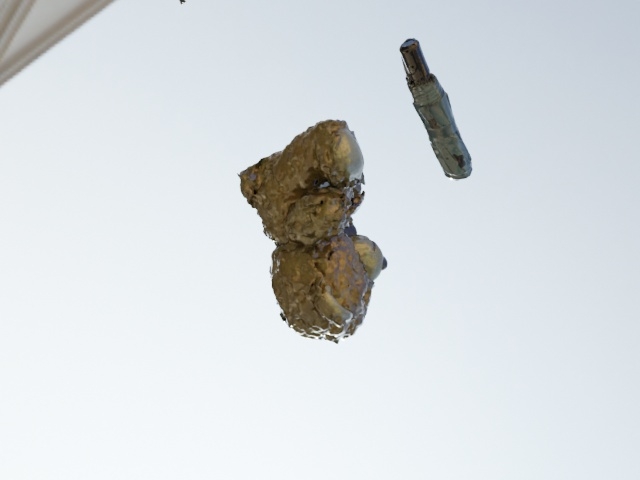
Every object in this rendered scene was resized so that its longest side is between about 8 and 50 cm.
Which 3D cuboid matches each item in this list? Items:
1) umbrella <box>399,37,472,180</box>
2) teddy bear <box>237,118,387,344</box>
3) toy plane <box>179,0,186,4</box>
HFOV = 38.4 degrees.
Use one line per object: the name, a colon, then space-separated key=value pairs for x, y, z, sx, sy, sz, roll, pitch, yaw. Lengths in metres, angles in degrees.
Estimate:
umbrella: x=0.174 y=-0.192 z=1.394 sx=0.250 sy=0.052 sz=0.053 roll=62 pitch=-6 yaw=-35
teddy bear: x=0.000 y=0.000 z=1.132 sx=0.267 sy=0.156 sz=0.256 roll=70 pitch=4 yaw=-83
toy plane: x=-0.231 y=-0.423 z=1.357 sx=0.060 sy=0.037 sz=0.145 roll=-39 pitch=-67 yaw=9
